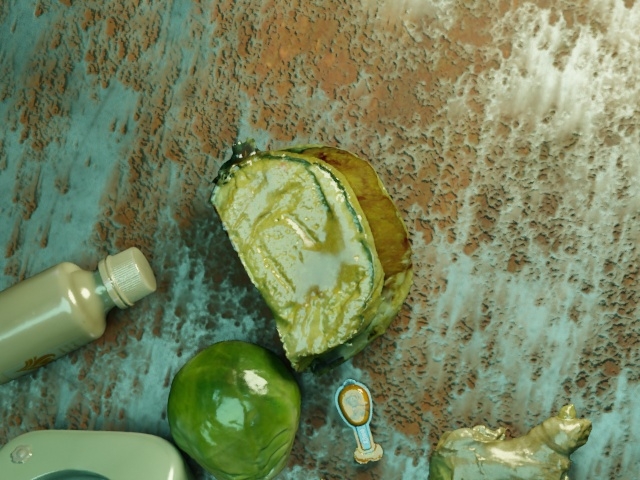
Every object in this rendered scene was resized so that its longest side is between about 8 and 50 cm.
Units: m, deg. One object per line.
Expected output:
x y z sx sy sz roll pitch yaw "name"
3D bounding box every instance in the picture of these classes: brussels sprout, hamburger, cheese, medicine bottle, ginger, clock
-0.102 0.217 1.667 0.161 0.144 0.180 -40 107 -29 "brussels sprout"
0.000 0.000 1.659 0.211 0.132 0.309 -26 86 7 "hamburger"
0.050 0.233 1.707 0.047 0.017 0.111 -17 87 10 "cheese"
-0.337 0.089 1.717 0.252 0.114 0.114 -26 85 7 "medicine bottle"
0.242 0.288 1.652 0.213 0.074 0.137 -13 99 3 "ginger"
-0.309 0.394 1.629 0.265 0.108 0.324 1 54 16 "clock"

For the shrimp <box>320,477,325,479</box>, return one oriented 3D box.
0.077 0.393 1.682 0.133 0.053 0.236 -34 88 8 "shrimp"
